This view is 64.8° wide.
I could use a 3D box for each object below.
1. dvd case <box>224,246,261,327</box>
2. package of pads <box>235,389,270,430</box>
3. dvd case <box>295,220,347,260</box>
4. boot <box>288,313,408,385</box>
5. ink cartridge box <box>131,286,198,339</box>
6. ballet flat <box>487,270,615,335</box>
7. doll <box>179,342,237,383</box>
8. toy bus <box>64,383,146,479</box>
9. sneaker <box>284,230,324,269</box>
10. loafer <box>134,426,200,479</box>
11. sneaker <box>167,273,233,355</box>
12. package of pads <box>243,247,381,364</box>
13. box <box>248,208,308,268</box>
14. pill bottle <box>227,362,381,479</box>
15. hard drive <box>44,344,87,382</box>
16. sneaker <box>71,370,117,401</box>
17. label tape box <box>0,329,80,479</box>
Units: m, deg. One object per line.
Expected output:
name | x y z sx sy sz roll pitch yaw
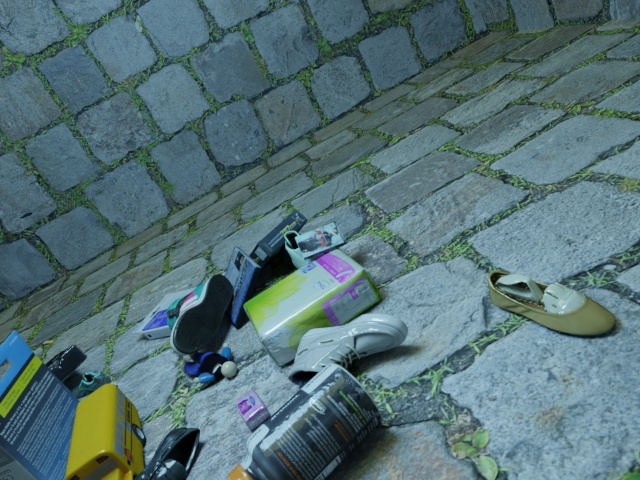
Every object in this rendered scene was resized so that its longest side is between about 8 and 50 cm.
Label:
dvd case | -0.244 0.130 1.483 0.253 0.022 0.180 29 100 64
package of pads | -0.139 0.344 1.028 0.050 0.032 0.083 -34 23 -16
dvd case | 0.000 0.000 1.319 0.119 0.013 0.087 -20 44 -4
boot | 0.050 0.229 0.995 0.258 0.095 0.123 -22 28 38
ink cartridge box | -0.479 0.234 1.644 0.208 0.045 0.206 -13 27 31
ballet flat | 0.381 0.102 0.871 0.080 0.073 0.232 -39 25 -22
doll | -0.270 0.305 1.249 0.189 0.046 0.129 -4 34 46
toy bus | -0.444 0.443 1.051 0.108 0.130 0.332 -34 23 -10
sneaker | -0.052 0.018 1.456 0.094 0.151 0.256 -31 23 -5
loafer | -0.291 0.440 0.947 0.078 0.076 0.223 -29 18 21
sneaker | -0.365 0.226 1.392 0.178 0.124 0.295 -36 16 29
package of pads | -0.025 0.149 1.216 0.296 0.101 0.229 -33 21 -8
box | -0.150 0.019 1.568 0.183 0.059 0.233 -44 -1 -33
pill bottle | -0.029 0.325 0.812 0.245 0.130 0.130 -38 24 -21
hard drive | -0.856 0.438 1.541 0.339 0.064 0.237 -24 18 50
sneaker | -0.660 0.410 1.447 0.166 0.076 0.065 -18 24 25
label tape box | -0.667 0.407 1.126 0.105 0.334 0.241 -26 22 7
